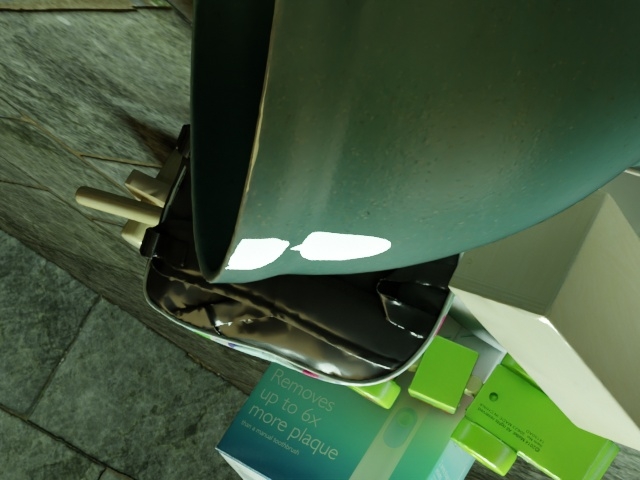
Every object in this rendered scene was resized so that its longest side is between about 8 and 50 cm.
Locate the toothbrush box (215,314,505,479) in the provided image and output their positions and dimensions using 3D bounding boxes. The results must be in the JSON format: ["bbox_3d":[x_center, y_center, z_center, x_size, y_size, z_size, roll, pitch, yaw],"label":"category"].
[{"bbox_3d":[0.067,0.166,1.434,0.216,0.295,0.126,26,161,25],"label":"toothbrush box"}]

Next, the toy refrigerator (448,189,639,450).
[{"bbox_3d":[0.203,0.062,1.027,0.094,0.102,0.269,17,163,40],"label":"toy refrigerator"}]

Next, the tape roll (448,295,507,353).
[{"bbox_3d":[0.218,0.065,1.266,0.219,0.072,0.219,27,166,7],"label":"tape roll"}]

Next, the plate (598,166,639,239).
[{"bbox_3d":[0.240,-0.011,0.999,0.278,0.045,0.277,21,164,29],"label":"plate"}]

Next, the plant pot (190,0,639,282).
[{"bbox_3d":[0.059,-0.122,0.542,0.196,0.293,0.293,4,170,-11],"label":"plant pot"}]

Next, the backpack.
[{"bbox_3d":[0.000,0.000,1.158,0.253,0.225,0.191,22,-172,9],"label":"backpack"}]

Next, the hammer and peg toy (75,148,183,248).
[{"bbox_3d":[-0.105,-0.003,1.551,0.266,0.127,0.361,26,166,21],"label":"hammer and peg toy"}]

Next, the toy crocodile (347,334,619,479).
[{"bbox_3d":[0.128,0.135,1.310,0.340,0.115,0.105,29,172,11],"label":"toy crocodile"}]
